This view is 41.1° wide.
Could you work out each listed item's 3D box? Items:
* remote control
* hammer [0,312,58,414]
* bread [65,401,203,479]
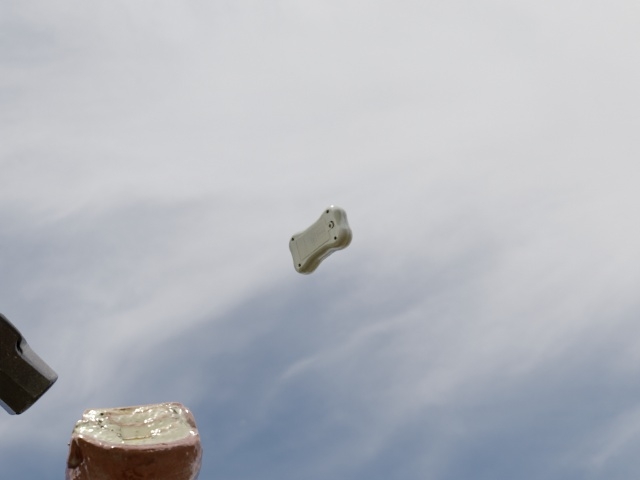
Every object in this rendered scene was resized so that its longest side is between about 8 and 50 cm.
[{"bbox_3d":[0.000,0.000,1.334,0.032,0.074,0.122,14,-39,-43],"label":"remote control"},{"bbox_3d":[-0.605,0.259,1.235,0.242,0.095,0.409,46,-118,-10],"label":"hammer"},{"bbox_3d":[-0.315,0.354,1.442,0.244,0.190,0.123,-3,-68,-30],"label":"bread"}]
